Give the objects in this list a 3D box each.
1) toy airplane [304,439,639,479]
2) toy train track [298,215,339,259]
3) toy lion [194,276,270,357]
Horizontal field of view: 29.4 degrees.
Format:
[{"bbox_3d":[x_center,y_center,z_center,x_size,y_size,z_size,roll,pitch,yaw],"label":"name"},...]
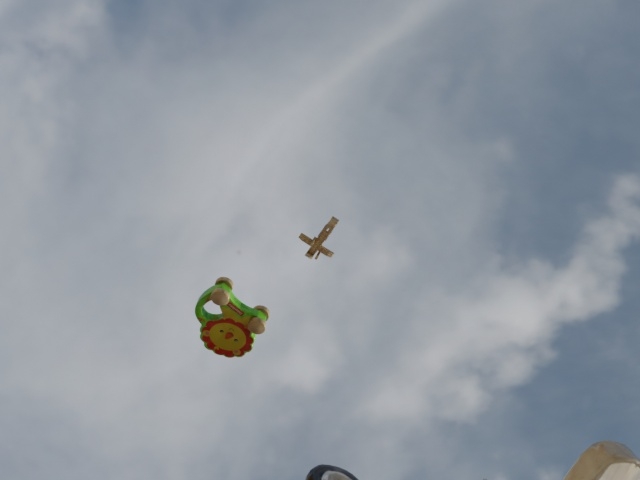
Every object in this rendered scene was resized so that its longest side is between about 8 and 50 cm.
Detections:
[{"bbox_3d":[0.130,0.370,1.026,0.385,0.272,0.386,-19,-66,10],"label":"toy airplane"},{"bbox_3d":[0.000,0.000,1.473,0.048,0.014,0.083,32,-43,-4],"label":"toy train track"},{"bbox_3d":[-0.120,0.105,1.547,0.100,0.034,0.096,40,-58,-20],"label":"toy lion"}]
